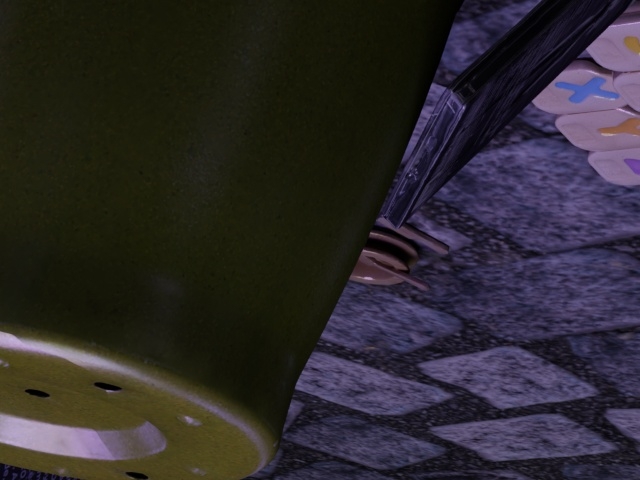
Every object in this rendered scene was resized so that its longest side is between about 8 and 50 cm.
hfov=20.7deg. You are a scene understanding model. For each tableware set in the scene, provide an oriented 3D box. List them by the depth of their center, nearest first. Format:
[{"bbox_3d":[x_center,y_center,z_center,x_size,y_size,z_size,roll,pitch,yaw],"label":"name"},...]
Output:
[{"bbox_3d":[0.000,0.000,1.444,0.194,0.039,0.128,27,153,-35],"label":"tableware set"}]

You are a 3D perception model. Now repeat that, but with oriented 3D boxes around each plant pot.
[{"bbox_3d":[-0.108,-0.072,0.895,0.366,0.353,0.366,10,159,4],"label":"plant pot"}]

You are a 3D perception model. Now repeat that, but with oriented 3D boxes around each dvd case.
[{"bbox_3d":[0.123,-0.109,0.908,0.018,0.221,0.164,44,160,8],"label":"dvd case"}]

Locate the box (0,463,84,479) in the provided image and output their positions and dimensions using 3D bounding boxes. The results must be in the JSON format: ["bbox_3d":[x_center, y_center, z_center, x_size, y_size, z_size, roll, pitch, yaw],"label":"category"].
[{"bbox_3d":[-0.391,0.113,1.205,0.480,0.297,0.472,17,-164,19],"label":"box"}]

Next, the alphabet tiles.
[{"bbox_3d":[0.282,-0.080,1.136,0.278,0.021,0.284,-4,153,33],"label":"alphabet tiles"}]
